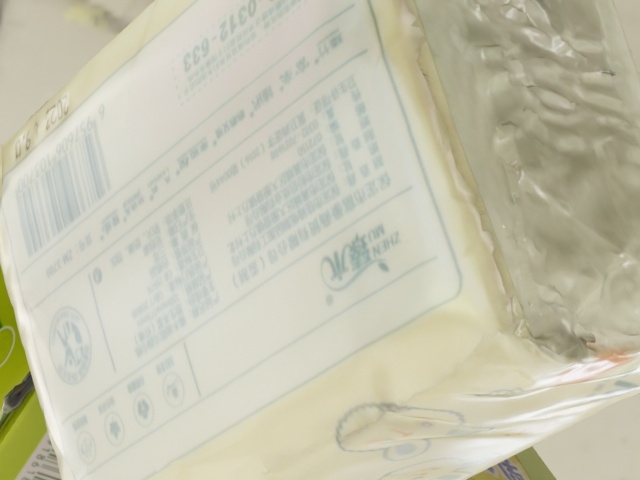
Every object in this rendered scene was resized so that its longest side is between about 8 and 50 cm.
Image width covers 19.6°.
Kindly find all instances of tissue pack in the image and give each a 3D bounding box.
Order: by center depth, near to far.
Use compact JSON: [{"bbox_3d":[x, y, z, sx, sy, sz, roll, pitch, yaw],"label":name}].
[{"bbox_3d":[0.000,0.000,0.508,0.092,0.148,0.196,-2,157,-40],"label":"tissue pack"}]

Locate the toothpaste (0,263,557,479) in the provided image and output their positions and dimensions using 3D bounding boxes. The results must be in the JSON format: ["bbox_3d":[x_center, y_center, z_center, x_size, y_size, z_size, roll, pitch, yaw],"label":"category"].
[{"bbox_3d":[-0.018,0.094,0.824,0.327,0.110,0.077,25,106,-35],"label":"toothpaste"}]
